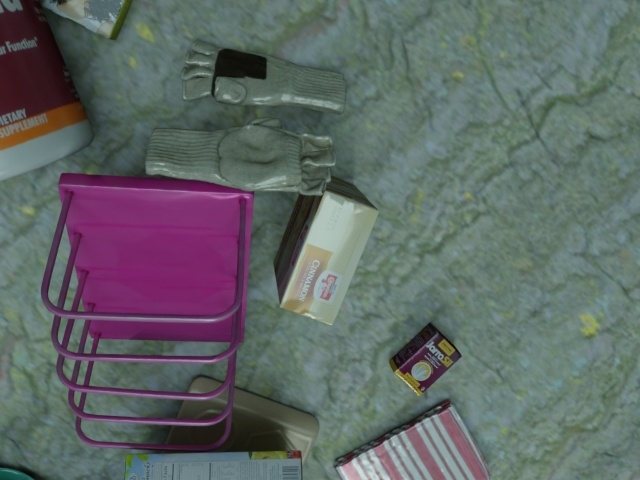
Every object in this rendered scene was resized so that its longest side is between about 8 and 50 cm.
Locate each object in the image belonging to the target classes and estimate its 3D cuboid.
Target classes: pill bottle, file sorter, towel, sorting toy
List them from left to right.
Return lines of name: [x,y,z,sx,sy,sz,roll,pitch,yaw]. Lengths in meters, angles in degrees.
pill bottle: [-0.415,-0.248,0.760,0.224,0.224,0.392,-20,105,-1]
file sorter: [-0.185,0.094,0.821,0.202,0.182,0.290,3,139,-6]
sorting toy: [-0.126,0.312,1.026,0.193,0.038,0.208,22,96,-11]
towel: [0.135,0.334,1.063,0.197,0.029,0.144,-29,105,4]

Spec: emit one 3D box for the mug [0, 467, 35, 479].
mug: [-0.425,0.387,0.949,0.129,0.158,0.097,2,120,-47]

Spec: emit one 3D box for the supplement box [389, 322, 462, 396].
supplement box: [0.145,0.165,1.013,0.083,0.043,0.055,-45,102,5]

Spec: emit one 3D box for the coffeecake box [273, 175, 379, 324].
coffeecake box: [0.000,0.000,0.885,0.068,0.185,0.142,20,100,-10]

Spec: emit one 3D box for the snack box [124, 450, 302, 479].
snack box: [-0.133,0.309,0.914,0.207,0.174,0.070,0,65,-9]

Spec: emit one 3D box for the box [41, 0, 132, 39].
box: [-0.233,-0.356,0.841,0.087,0.058,0.232,23,99,-11]

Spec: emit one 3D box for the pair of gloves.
pair of gloves: [-0.076,-0.143,0.826,0.204,0.240,0.042,10,137,1]
